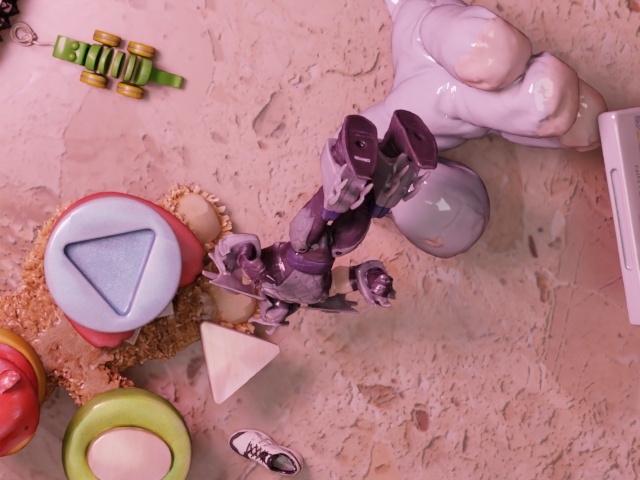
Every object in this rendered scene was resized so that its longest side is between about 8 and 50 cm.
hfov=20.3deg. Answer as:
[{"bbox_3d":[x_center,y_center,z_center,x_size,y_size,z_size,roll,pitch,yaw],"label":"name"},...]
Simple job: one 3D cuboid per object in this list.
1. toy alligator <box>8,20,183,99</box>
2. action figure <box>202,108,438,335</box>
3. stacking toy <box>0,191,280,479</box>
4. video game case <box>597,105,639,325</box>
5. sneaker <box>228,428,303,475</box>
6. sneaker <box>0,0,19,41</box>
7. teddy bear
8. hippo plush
[{"bbox_3d":[-0.235,-0.189,1.833,0.190,0.051,0.056,17,94,0],"label":"toy alligator"},{"bbox_3d":[0.000,0.000,1.673,0.185,0.099,0.285,4,139,-29],"label":"action figure"},{"bbox_3d":[-0.203,0.125,1.722,0.279,0.130,0.309,39,88,-11],"label":"stacking toy"},{"bbox_3d":[0.366,-0.037,1.765,0.026,0.227,0.206,-6,95,46],"label":"video game case"},{"bbox_3d":[-0.057,0.221,1.862,0.083,0.037,0.032,20,96,2],"label":"sneaker"},{"bbox_3d":[-0.348,-0.294,1.821,0.106,0.078,0.234,20,90,3],"label":"sneaker"},{"bbox_3d":[-0.224,0.077,1.836,0.338,0.113,0.245,-44,99,-4],"label":"teddy bear"},{"bbox_3d":[0.108,-0.112,1.737,0.294,0.234,0.236,34,95,-4],"label":"hippo plush"}]
